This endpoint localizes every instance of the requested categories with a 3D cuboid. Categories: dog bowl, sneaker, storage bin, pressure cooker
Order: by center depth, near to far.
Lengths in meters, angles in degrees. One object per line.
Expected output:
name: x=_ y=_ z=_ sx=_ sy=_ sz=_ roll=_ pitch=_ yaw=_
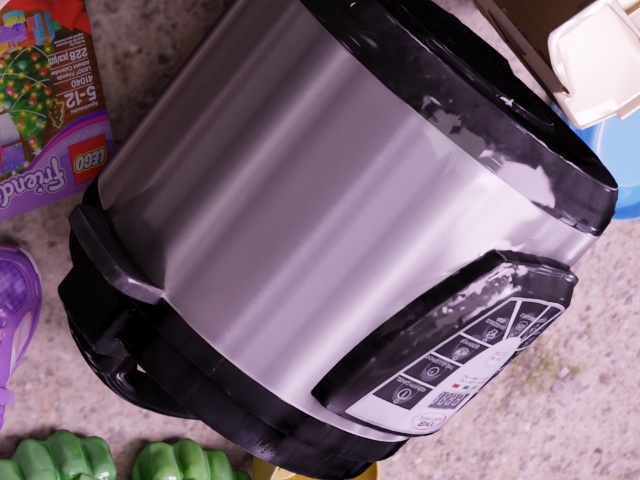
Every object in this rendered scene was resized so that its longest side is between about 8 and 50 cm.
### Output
pressure cooker: x=-0.002 y=-0.004 z=1.116 sx=0.370 sy=0.375 sz=0.420 roll=38 pitch=105 yaw=-13
storage bin: x=0.269 y=-0.264 z=1.153 sx=0.260 sy=0.262 sz=0.123 roll=-35 pitch=127 yaw=9
sneaker: x=-0.317 y=0.119 z=1.203 sx=0.095 sy=0.104 sz=0.236 roll=16 pitch=103 yaw=-23
dog bowl: x=0.324 y=-0.172 z=1.337 sx=0.166 sy=0.074 sz=0.297 roll=2 pitch=110 yaw=-20

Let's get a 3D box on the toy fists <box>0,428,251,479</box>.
toy fists: x=-0.203 y=0.271 z=1.308 sx=0.279 sy=0.096 sz=0.142 roll=8 pitch=105 yaw=-21

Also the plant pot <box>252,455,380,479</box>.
plant pot: x=-0.019 y=0.239 z=1.354 sx=0.134 sy=0.095 sz=0.134 roll=-11 pitch=113 yaw=-28

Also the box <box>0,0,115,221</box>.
box: x=-0.323 y=-0.104 z=1.090 sx=0.293 sy=0.057 sz=0.201 roll=-24 pitch=119 yaw=-32

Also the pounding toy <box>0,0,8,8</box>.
pounding toy: x=-0.288 y=-0.147 z=0.930 sx=0.269 sy=0.155 sz=0.154 roll=-31 pitch=127 yaw=21
